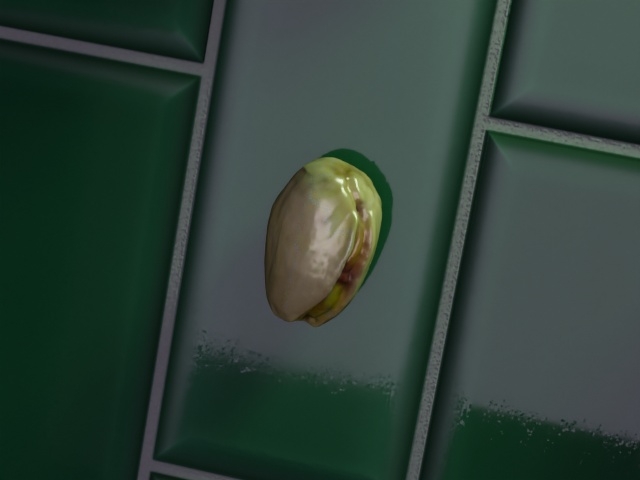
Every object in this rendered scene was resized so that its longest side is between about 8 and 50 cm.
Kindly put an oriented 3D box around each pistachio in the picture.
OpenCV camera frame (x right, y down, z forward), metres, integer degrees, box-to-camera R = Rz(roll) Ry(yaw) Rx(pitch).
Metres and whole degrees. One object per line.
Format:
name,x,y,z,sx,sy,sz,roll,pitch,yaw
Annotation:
pistachio,0.000,0.000,1.768,0.145,0.117,0.201,33,114,42
